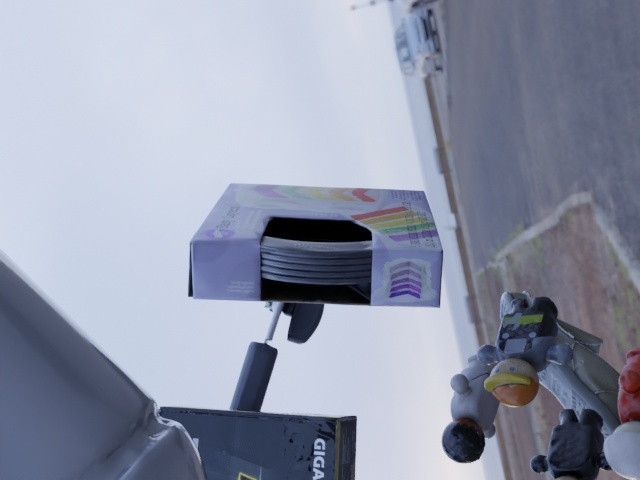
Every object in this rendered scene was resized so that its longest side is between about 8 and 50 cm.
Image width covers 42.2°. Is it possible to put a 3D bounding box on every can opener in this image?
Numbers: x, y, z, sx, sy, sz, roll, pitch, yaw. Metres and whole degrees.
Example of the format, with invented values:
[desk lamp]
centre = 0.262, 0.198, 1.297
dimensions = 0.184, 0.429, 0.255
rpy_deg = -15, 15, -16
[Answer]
[can opener]
centre = -0.074, 0.181, 1.235
dimensions = 0.074, 0.093, 0.280
rpy_deg = 91, -160, -78

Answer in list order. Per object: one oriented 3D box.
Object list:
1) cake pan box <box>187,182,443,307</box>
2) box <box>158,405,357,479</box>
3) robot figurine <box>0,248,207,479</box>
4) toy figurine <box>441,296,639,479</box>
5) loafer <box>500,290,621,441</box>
[cake pan box]
centre = 0.000, 0.000, 0.895
dimensions = 0.267, 0.246, 0.070
rpy_deg = -76, -14, -73
[box]
centre = -0.090, 0.375, 1.041
dimensions = 0.079, 0.257, 0.321
rpy_deg = 24, -113, -65
[robot figurine]
centre = -0.212, 0.134, 0.510
dimensions = 0.353, 0.200, 0.300
rpy_deg = 44, -173, 2
[toy figurine]
centre = 0.245, 0.188, 0.889
dimensions = 0.148, 0.210, 0.213
rpy_deg = -62, 0, -41
[loafer]
centre = 0.338, 0.161, 1.135
dimensions = 0.251, 0.087, 0.094
rpy_deg = 54, 164, 33
